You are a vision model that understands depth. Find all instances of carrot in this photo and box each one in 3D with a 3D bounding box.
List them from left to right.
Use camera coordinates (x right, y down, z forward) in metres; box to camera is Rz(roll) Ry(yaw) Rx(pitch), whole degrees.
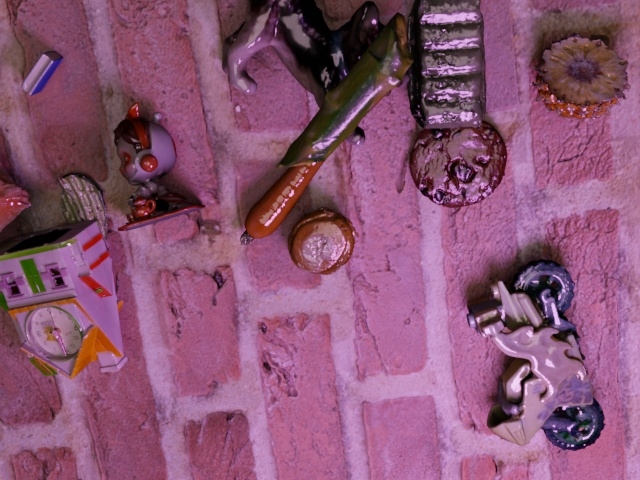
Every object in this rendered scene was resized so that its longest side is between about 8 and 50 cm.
[{"bbox_3d":[-0.050,-0.116,1.653,0.069,0.069,0.336,40,100,-9],"label":"carrot"}]

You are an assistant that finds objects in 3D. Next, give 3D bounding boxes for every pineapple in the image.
[{"bbox_3d":[0.473,-0.280,1.561,0.176,0.137,0.161,4,65,5],"label":"pineapple"}]

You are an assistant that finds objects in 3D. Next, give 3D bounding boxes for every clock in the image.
[{"bbox_3d":[-0.514,0.138,1.675,0.235,0.166,0.309,-11,108,18],"label":"clock"}]

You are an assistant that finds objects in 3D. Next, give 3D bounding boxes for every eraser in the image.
[{"bbox_3d":[-0.536,-0.323,1.608,0.027,0.063,0.084,37,105,-10],"label":"eraser"}]

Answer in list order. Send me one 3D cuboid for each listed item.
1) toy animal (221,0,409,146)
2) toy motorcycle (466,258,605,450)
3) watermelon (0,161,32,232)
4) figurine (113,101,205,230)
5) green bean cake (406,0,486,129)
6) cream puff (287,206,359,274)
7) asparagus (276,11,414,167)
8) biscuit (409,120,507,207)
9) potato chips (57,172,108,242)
[{"bbox_3d":[0.008,-0.367,1.509,0.344,0.194,0.302,25,105,-4],"label":"toy animal"},{"bbox_3d":[0.429,0.248,1.693,0.237,0.169,0.410,-15,100,0],"label":"toy motorcycle"},{"bbox_3d":[-0.743,-0.069,1.605,0.302,0.151,0.264,-45,58,5],"label":"watermelon"},{"bbox_3d":[-0.333,-0.148,1.608,0.160,0.183,0.226,-16,93,-3],"label":"figurine"},{"bbox_3d":[0.222,-0.335,1.488,0.132,0.241,0.255,-2,106,4],"label":"green bean cake"},{"bbox_3d":[0.002,0.001,1.664,0.144,0.103,0.126,-43,95,13],"label":"cream puff"},{"bbox_3d":[0.047,-0.229,1.417,0.085,0.082,0.343,36,112,-10],"label":"asparagus"},{"bbox_3d":[0.270,-0.156,1.638,0.192,0.049,0.192,0,102,1],"label":"biscuit"},{"bbox_3d":[-0.477,-0.040,1.706,0.092,0.028,0.207,-8,106,4],"label":"potato chips"}]
